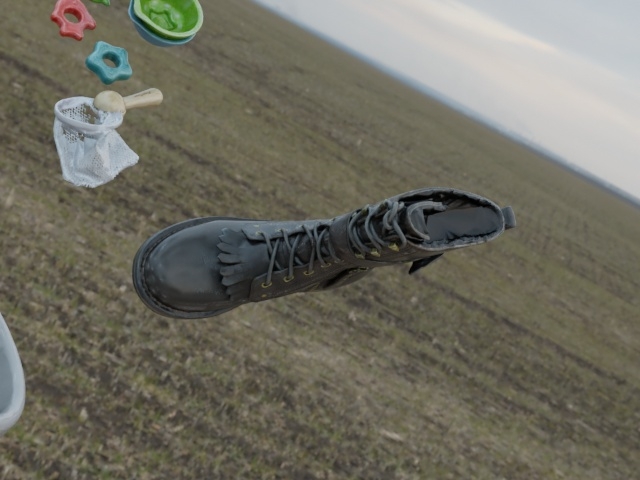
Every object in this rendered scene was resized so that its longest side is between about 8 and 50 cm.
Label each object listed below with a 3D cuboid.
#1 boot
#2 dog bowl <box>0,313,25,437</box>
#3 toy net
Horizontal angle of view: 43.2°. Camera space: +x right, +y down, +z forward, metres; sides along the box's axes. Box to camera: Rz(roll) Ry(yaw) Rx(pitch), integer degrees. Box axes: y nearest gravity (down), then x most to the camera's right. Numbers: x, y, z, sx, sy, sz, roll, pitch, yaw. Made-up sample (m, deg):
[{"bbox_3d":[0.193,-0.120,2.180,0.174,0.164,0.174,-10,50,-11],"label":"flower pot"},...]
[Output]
[{"bbox_3d":[0.000,0.000,0.671,0.263,0.091,0.229,-8,-5,-35],"label":"boot"},{"bbox_3d":[-0.411,0.071,0.758,0.348,0.102,0.349,57,-4,6],"label":"dog bowl"},{"bbox_3d":[-0.189,-0.155,0.716,0.122,0.045,0.232,27,54,-22],"label":"toy net"}]
